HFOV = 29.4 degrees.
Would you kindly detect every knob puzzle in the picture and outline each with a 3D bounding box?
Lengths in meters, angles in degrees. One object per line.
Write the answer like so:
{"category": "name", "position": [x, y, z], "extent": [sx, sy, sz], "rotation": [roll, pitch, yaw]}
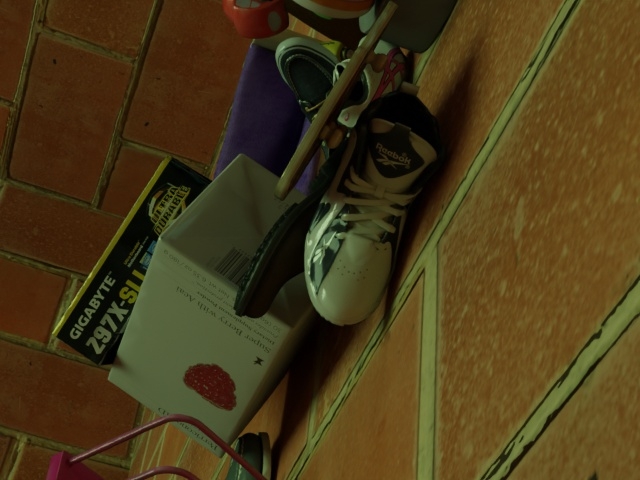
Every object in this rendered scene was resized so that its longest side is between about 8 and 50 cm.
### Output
{"category": "knob puzzle", "position": [0.012, -0.107, 1.136], "extent": [0.213, 0.030, 0.213], "rotation": [-59, 0, 1]}

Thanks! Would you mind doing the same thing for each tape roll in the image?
{"category": "tape roll", "position": [0.114, -0.324, 1.366], "extent": [0.219, 0.072, 0.219], "rotation": [-162, 90, -81]}

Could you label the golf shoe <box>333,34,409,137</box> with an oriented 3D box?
{"category": "golf shoe", "position": [0.054, -0.184, 1.379], "extent": [0.067, 0.086, 0.186], "rotation": [-25, 38, 27]}

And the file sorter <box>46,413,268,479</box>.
{"category": "file sorter", "position": [-0.164, 0.353, 1.231], "extent": [0.182, 0.202, 0.290], "rotation": [-27, 35, 24]}

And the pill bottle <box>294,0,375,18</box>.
{"category": "pill bottle", "position": [0.036, -0.350, 1.266], "extent": [0.121, 0.121, 0.216], "rotation": [-85, 16, -52]}

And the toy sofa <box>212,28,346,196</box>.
{"category": "toy sofa", "position": [-0.068, -0.164, 1.869], "extent": [0.177, 0.150, 0.362], "rotation": [122, 163, -60]}

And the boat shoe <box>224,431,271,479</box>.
{"category": "boat shoe", "position": [-0.134, 0.369, 1.434], "extent": [0.116, 0.099, 0.319], "rotation": [123, 163, -68]}

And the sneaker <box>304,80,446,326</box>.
{"category": "sneaker", "position": [0.052, -0.045, 1.141], "extent": [0.153, 0.094, 0.235], "rotation": [109, -175, -68]}

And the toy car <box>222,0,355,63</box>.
{"category": "toy car", "position": [-0.014, -0.278, 1.525], "extent": [0.053, 0.239, 0.225], "rotation": [-53, 1, -31]}

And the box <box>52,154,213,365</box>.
{"category": "box", "position": [-0.204, 0.032, 1.586], "extent": [0.257, 0.079, 0.322], "rotation": [-56, -7, 1]}

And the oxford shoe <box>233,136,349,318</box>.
{"category": "oxford shoe", "position": [0.000, 0.000, 1.241], "extent": [0.227, 0.096, 0.083], "rotation": [-50, 0, -13]}

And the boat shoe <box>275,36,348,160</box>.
{"category": "boat shoe", "position": [0.011, -0.150, 1.417], "extent": [0.065, 0.183, 0.083], "rotation": [-24, 40, 22]}

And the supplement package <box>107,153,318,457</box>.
{"category": "supplement package", "position": [-0.104, 0.082, 1.417], "extent": [0.175, 0.178, 0.293], "rotation": [-52, -7, -42]}

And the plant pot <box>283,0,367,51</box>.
{"category": "plant pot", "position": [0.028, -0.429, 1.668], "extent": [0.254, 0.237, 0.237], "rotation": [-56, 14, 15]}
